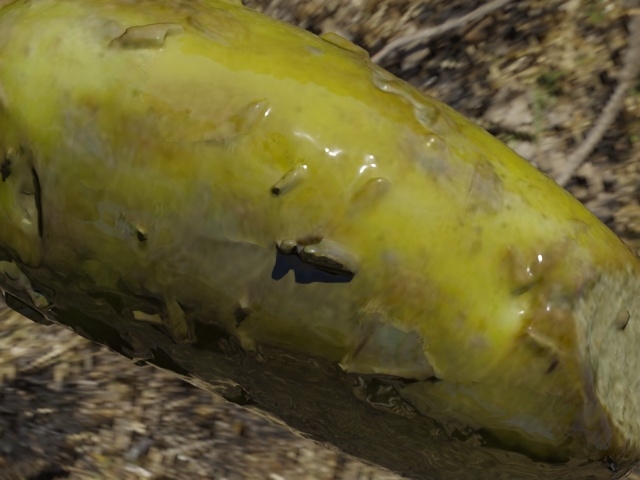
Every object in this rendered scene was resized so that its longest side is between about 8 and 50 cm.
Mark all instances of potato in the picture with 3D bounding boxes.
[{"bbox_3d":[0.000,0.000,0.575,0.251,0.149,0.113,21,72,2],"label":"potato"}]
